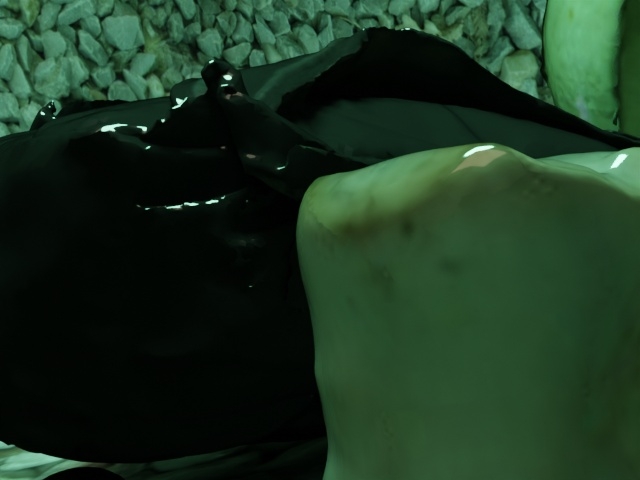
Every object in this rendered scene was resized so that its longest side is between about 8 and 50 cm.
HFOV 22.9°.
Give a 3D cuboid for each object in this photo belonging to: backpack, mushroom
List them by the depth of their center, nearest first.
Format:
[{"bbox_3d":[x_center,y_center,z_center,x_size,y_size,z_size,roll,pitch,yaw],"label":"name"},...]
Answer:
[{"bbox_3d":[0.038,0.089,0.375,0.244,0.243,0.243,-13,7,2],"label":"mushroom"},{"bbox_3d":[0.000,0.000,0.965,0.446,0.254,0.363,-1,-1,-29],"label":"backpack"}]

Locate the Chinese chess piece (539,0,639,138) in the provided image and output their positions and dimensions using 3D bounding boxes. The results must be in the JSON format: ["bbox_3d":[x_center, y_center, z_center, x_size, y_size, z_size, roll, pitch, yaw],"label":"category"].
[{"bbox_3d":[0.344,-0.162,1.224,0.349,0.349,0.146,-14,17,-10],"label":"Chinese chess piece"}]

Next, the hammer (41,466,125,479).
[{"bbox_3d":[-0.101,0.148,0.696,0.243,0.095,0.409,-15,5,-12],"label":"hammer"}]
